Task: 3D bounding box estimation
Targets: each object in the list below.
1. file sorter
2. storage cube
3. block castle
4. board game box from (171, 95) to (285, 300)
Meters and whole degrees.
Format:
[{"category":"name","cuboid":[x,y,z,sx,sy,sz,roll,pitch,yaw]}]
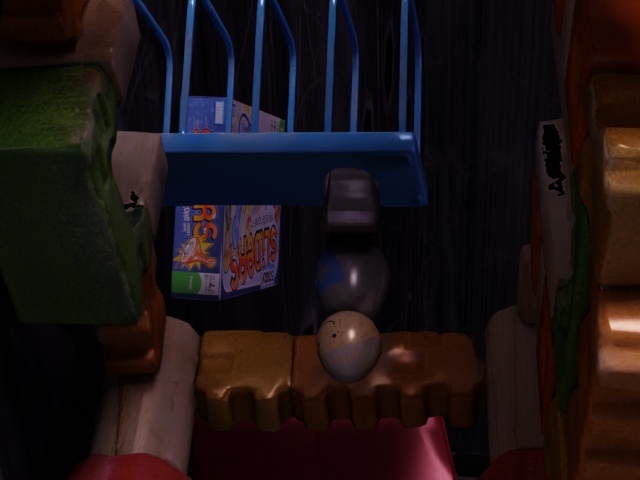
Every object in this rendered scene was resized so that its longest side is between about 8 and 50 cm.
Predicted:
[{"category":"file sorter","cuboid":[-0.026,-0.082,0.712,0.118,0.170,0.104,55,37,-76]},{"category":"storage cube","cuboid":[0.015,0.227,0.899,0.215,0.184,0.193,79,1,-55]},{"category":"block castle","cuboid":[0.000,0.000,0.498,0.213,0.303,0.453,-87,174,-45]},{"category":"board game box","cuboid":[-0.064,-0.029,0.913,0.201,0.035,0.136,-11,104,-81]}]
